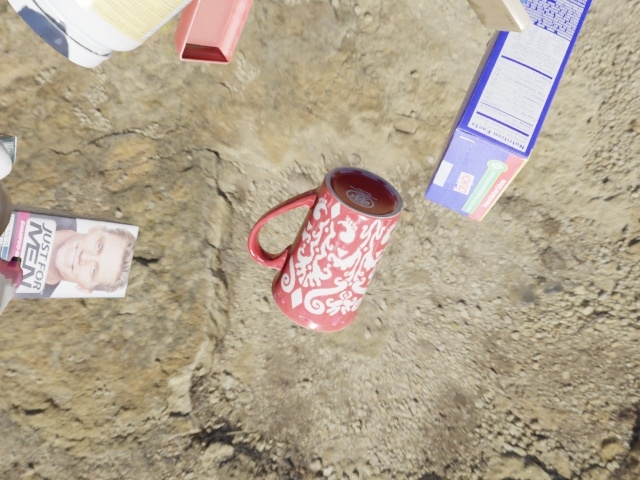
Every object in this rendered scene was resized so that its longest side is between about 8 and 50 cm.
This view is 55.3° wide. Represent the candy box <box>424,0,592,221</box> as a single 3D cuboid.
[{"bbox_3d":[0.299,-0.227,1.007,0.122,0.268,0.317,25,75,6],"label":"candy box"}]

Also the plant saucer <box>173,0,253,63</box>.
[{"bbox_3d":[-0.225,-0.522,1.343,0.048,0.259,0.258,28,110,7],"label":"plant saucer"}]

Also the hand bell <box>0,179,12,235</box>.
[{"bbox_3d":[-0.491,-0.058,0.755,0.126,0.242,0.126,1,84,-8],"label":"hand bell"}]

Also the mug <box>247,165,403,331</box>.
[{"bbox_3d":[0.004,0.007,0.697,0.150,0.169,0.113,7,41,-22],"label":"mug"}]

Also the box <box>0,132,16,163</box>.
[{"bbox_3d":[-0.648,-0.156,0.993,0.175,0.220,0.051,15,107,17],"label":"box"}]

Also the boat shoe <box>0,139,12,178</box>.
[{"bbox_3d":[-0.359,-0.149,0.508,0.098,0.096,0.277,-38,85,33],"label":"boat shoe"}]

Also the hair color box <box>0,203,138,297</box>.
[{"bbox_3d":[-0.554,0.025,1.268,0.105,0.347,0.174,14,93,29],"label":"hair color box"}]

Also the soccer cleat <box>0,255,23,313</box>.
[{"bbox_3d":[-0.439,0.076,0.717,0.116,0.331,0.143,19,86,-17],"label":"soccer cleat"}]

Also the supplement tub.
[{"bbox_3d":[-0.307,-0.455,0.958,0.331,0.241,0.241,-34,84,14],"label":"supplement tub"}]

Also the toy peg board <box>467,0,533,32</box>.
[{"bbox_3d":[0.193,-0.325,0.681,0.079,0.161,0.160,-37,106,13],"label":"toy peg board"}]
